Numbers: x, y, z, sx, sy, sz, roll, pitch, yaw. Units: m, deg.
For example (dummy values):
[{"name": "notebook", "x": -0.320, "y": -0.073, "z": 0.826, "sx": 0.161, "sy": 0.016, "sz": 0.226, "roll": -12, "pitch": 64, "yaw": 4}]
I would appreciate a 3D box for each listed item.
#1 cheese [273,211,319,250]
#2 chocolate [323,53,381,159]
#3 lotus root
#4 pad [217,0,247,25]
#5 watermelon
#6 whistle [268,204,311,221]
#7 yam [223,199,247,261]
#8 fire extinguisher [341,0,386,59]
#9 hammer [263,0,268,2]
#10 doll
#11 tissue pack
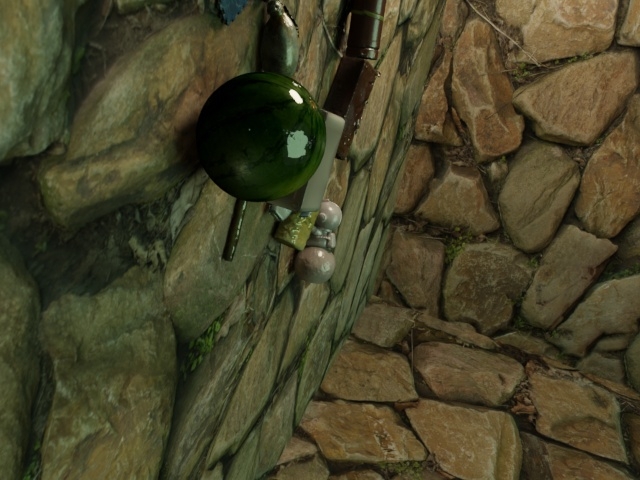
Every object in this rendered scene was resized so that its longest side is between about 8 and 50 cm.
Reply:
[{"name": "cheese", "x": -0.066, "y": -0.061, "z": 1.579, "sx": 0.123, "sy": 0.093, "sz": 0.167, "roll": 59, "pitch": 52, "yaw": -74}, {"name": "chocolate", "x": 0.073, "y": -0.420, "z": 1.644, "sx": 0.321, "sy": 0.111, "sz": 0.112, "roll": -69, "pitch": 156, "yaw": -5}, {"name": "lotus root", "x": -0.083, "y": -0.412, "z": 1.113, "sx": 0.088, "sy": 0.088, "sz": 0.165, "roll": -44, "pitch": 140, "yaw": -60}, {"name": "pad", "x": -0.122, "y": -0.544, "z": 0.884, "sx": 0.269, "sy": 0.012, "sz": 0.270, "roll": -61, "pitch": 162, "yaw": -20}, {"name": "watermelon", "x": -0.109, "y": -0.188, "z": 0.981, "sx": 0.242, "sy": 0.242, "sz": 0.243, "roll": 19, "pitch": 90, "yaw": -76}, {"name": "whistle", "x": -0.061, "y": -0.166, "z": 1.473, "sx": 0.180, "sy": 0.093, "sz": 0.269, "roll": 54, "pitch": 53, "yaw": -43}, {"name": "yam", "x": -0.193, "y": -0.062, "z": 1.255, "sx": 0.027, "sy": 0.029, "sz": 0.234, "roll": -127, "pitch": -129, "yaw": -75}, {"name": "fire extinguisher", "x": 0.129, "y": -0.692, "z": 1.494, "sx": 0.141, "sy": 0.105, "sz": 0.342, "roll": -9, "pitch": 114, "yaw": -42}, {"name": "hammer", "x": -0.062, "y": -0.582, "z": 1.077, "sx": 0.103, "sy": 0.029, "sz": 0.247, "roll": 77, "pitch": 36, "yaw": -65}, {"name": "doll", "x": 0.000, "y": 0.000, "z": 1.817, "sx": 0.151, "sy": 0.150, "sz": 0.288, "roll": -9, "pitch": 114, "yaw": -74}, {"name": "tissue pack", "x": -0.063, "y": -0.204, "z": 1.290, "sx": 0.136, "sy": 0.159, "sz": 0.246, "roll": -15, "pitch": 123, "yaw": -71}]
